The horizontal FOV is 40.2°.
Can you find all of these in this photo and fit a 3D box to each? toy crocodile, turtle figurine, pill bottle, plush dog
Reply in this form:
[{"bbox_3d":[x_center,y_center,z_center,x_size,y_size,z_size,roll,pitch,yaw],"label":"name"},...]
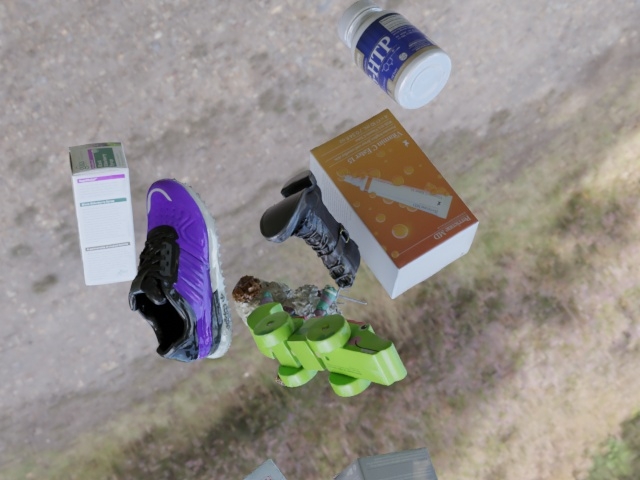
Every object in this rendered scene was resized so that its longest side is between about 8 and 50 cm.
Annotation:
[{"bbox_3d":[0.001,0.161,1.362,0.341,0.115,0.105,0,-143,50],"label":"toy crocodile"},{"bbox_3d":[-0.001,0.173,1.710,0.118,0.234,0.175,-49,147,-58],"label":"turtle figurine"},{"bbox_3d":[0.115,-0.311,1.435,0.112,0.186,0.112,-29,148,-21],"label":"pill bottle"},{"bbox_3d":[-0.091,0.168,1.888,0.210,0.225,0.262,-51,161,-4],"label":"plush dog"}]

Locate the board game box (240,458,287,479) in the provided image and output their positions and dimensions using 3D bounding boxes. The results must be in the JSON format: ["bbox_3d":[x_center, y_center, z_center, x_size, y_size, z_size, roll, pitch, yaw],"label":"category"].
[{"bbox_3d":[-0.013,0.538,1.510,0.066,0.318,0.318,-37,166,-13],"label":"board game box"}]

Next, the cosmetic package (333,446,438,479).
[{"bbox_3d":[0.119,0.427,1.243,0.127,0.237,0.107,0,149,-27],"label":"cosmetic package"}]

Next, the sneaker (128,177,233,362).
[{"bbox_3d":[-0.230,0.045,1.327,0.102,0.293,0.146,-21,172,38],"label":"sneaker"}]

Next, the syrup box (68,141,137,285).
[{"bbox_3d":[-0.377,-0.045,1.521,0.096,0.093,0.236,-7,127,-17],"label":"syrup box"}]

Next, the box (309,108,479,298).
[{"bbox_3d":[0.154,-0.084,1.944,0.215,0.345,0.168,-31,159,-14],"label":"box"}]

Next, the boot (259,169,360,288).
[{"bbox_3d":[0.000,0.000,1.687,0.091,0.229,0.263,-24,-160,27],"label":"boot"}]
